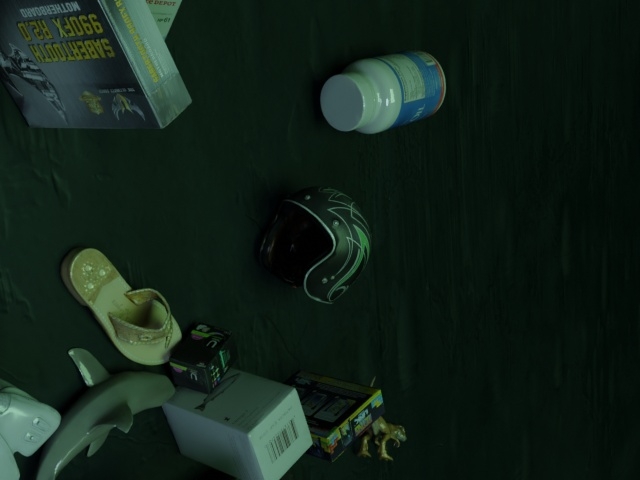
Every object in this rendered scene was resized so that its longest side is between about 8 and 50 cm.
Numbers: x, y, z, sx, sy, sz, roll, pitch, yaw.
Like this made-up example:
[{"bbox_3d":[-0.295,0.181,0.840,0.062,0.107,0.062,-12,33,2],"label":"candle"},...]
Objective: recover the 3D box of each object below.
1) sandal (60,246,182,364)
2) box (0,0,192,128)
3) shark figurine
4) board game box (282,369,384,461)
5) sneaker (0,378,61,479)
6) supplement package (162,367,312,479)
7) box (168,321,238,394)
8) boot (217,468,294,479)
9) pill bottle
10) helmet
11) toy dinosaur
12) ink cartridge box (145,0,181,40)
[{"bbox_3d":[-0.236,0.098,1.116,0.088,0.079,0.240,-60,136,-24],"label":"sandal"},{"bbox_3d":[-0.267,-0.208,0.903,0.056,0.231,0.183,-50,133,-37],"label":"box"},{"bbox_3d":[-0.283,0.252,1.065,0.278,0.116,0.166,-56,133,-31],"label":"shark figurine"},{"bbox_3d":[-0.007,0.273,1.354,0.141,0.170,0.048,-31,118,-43],"label":"board game box"},{"bbox_3d":[-0.366,0.289,0.946,0.210,0.137,0.366,-45,126,-32],"label":"sneaker"},{"bbox_3d":[-0.119,0.256,1.208,0.105,0.179,0.105,-41,127,-39],"label":"supplement package"},{"bbox_3d":[-0.165,0.166,1.212,0.083,0.062,0.052,-52,146,-45],"label":"box"},{"bbox_3d":[-0.128,0.507,1.278,0.260,0.131,0.348,-36,113,-49],"label":"boot"},{"bbox_3d":[0.102,-0.246,1.429,0.221,0.124,0.124,-23,114,-45],"label":"pill bottle"},{"bbox_3d":[0.000,0.000,1.322,0.169,0.169,0.162,24,94,-50],"label":"helmet"},{"bbox_3d":[0.102,0.347,1.603,0.211,0.064,0.112,55,37,-51],"label":"toy dinosaur"},{"bbox_3d":[-0.231,-0.261,1.029,0.088,0.052,0.122,-13,142,-49],"label":"ink cartridge box"}]
